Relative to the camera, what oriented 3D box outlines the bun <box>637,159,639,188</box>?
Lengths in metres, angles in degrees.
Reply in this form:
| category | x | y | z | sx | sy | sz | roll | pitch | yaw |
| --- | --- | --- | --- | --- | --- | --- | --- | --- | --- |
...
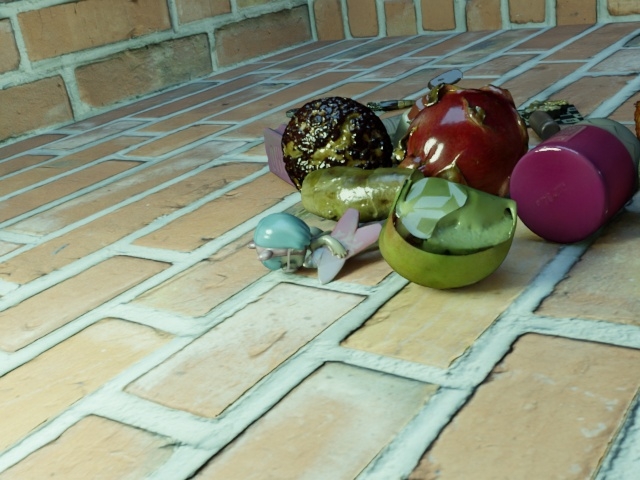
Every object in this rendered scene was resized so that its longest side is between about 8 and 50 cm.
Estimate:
| category | x | y | z | sx | sy | sz | roll | pitch | yaw |
| --- | --- | --- | --- | --- | --- | --- | --- | --- | --- |
| bun | 0.615 | -0.090 | 1.319 | 0.178 | 0.128 | 0.193 | -32 | 41 | -24 |

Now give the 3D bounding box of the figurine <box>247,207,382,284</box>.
| category | x | y | z | sx | sy | sz | roll | pitch | yaw |
| --- | --- | --- | --- | --- | --- | --- | --- | --- | --- |
| figurine | 0.002 | -0.010 | 1.418 | 0.260 | 0.103 | 0.205 | -4 | 21 | -14 |

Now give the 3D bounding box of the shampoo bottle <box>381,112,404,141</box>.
| category | x | y | z | sx | sy | sz | roll | pitch | yaw |
| --- | --- | --- | --- | --- | --- | --- | --- | --- | --- |
| shampoo bottle | 0.148 | -0.280 | 2.101 | 0.214 | 0.072 | 0.072 | -19 | 23 | -24 |

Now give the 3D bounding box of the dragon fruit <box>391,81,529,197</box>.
| category | x | y | z | sx | sy | sz | roll | pitch | yaw |
| --- | --- | --- | --- | --- | --- | --- | --- | --- | --- |
| dragon fruit | 0.280 | -0.186 | 1.567 | 0.314 | 0.250 | 0.250 | -6 | 18 | -23 |

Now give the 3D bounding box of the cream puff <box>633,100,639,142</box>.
| category | x | y | z | sx | sy | sz | roll | pitch | yaw |
| --- | --- | --- | --- | --- | --- | --- | --- | --- | --- |
| cream puff | 0.802 | -0.276 | 1.600 | 0.350 | 0.229 | 0.350 | -7 | 23 | 3 |

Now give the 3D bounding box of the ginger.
| category | x | y | z | sx | sy | sz | roll | pitch | yaw |
| --- | --- | --- | --- | --- | --- | --- | --- | --- | --- |
| ginger | 0.074 | -0.083 | 1.482 | 0.262 | 0.109 | 0.116 | 4 | 1 | 32 |

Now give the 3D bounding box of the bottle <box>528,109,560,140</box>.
| category | x | y | z | sx | sy | sz | roll | pitch | yaw |
| --- | --- | --- | --- | --- | --- | --- | --- | --- | --- |
| bottle | 0.545 | -0.279 | 1.951 | 0.053 | 0.053 | 0.140 | -7 | 20 | 5 |

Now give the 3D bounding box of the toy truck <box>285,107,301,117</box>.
| category | x | y | z | sx | sy | sz | roll | pitch | yaw |
| --- | --- | --- | --- | --- | --- | --- | --- | --- | --- |
| toy truck | -0.013 | -0.292 | 2.141 | 0.114 | 0.108 | 0.253 | -14 | 21 | -11 |

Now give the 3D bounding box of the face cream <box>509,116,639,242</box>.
| category | x | y | z | sx | sy | sz | roll | pitch | yaw |
| --- | --- | --- | --- | --- | --- | --- | --- | --- | --- |
| face cream | 0.445 | -0.108 | 1.379 | 0.175 | 0.175 | 0.195 | 8 | 28 | 38 |

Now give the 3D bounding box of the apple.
| category | x | y | z | sx | sy | sz | roll | pitch | yaw |
| --- | --- | --- | --- | --- | --- | --- | --- | --- | --- |
| apple | 0.194 | -0.011 | 1.249 | 0.188 | 0.174 | 0.207 | 19 | 17 | -1 |

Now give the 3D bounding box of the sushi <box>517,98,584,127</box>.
| category | x | y | z | sx | sy | sz | roll | pitch | yaw |
| --- | --- | --- | --- | --- | --- | --- | --- | --- | --- |
| sushi | 0.592 | -0.348 | 2.128 | 0.192 | 0.040 | 0.210 | -4 | 21 | 13 |

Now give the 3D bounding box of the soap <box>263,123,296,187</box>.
| category | x | y | z | sx | sy | sz | roll | pitch | yaw |
| --- | --- | --- | --- | --- | --- | --- | --- | --- | --- |
| soap | -0.071 | -0.202 | 1.916 | 0.065 | 0.122 | 0.203 | -15 | 21 | -18 |

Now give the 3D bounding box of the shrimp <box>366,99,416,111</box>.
| category | x | y | z | sx | sy | sz | roll | pitch | yaw |
| --- | --- | --- | --- | --- | --- | --- | --- | --- | --- |
| shrimp | 0.217 | -0.418 | 2.489 | 0.160 | 0.034 | 0.091 | -7 | 8 | -12 |

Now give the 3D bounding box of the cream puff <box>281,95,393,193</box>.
| category | x | y | z | sx | sy | sz | roll | pitch | yaw |
| --- | --- | --- | --- | --- | --- | --- | --- | --- | --- |
| cream puff | 0.028 | -0.175 | 1.643 | 0.239 | 0.239 | 0.165 | 0 | 25 | 22 |

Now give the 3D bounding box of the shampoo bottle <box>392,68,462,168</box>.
| category | x | y | z | sx | sy | sz | roll | pitch | yaw |
| --- | --- | --- | --- | --- | --- | --- | --- | --- | --- |
| shampoo bottle | 0.237 | -0.250 | 1.729 | 0.153 | 0.284 | 0.071 | -14 | 61 | -11 |
